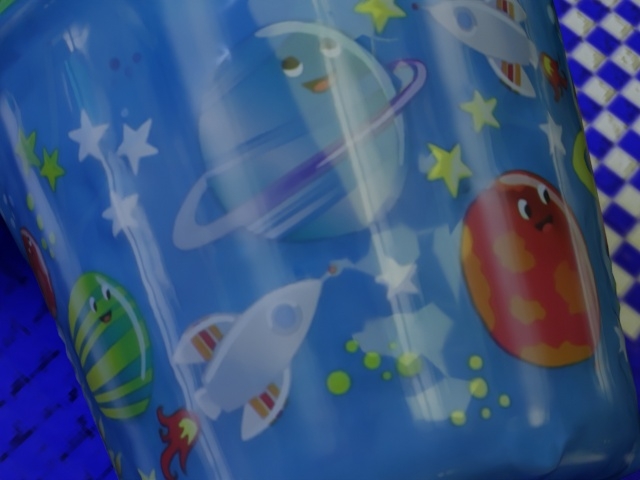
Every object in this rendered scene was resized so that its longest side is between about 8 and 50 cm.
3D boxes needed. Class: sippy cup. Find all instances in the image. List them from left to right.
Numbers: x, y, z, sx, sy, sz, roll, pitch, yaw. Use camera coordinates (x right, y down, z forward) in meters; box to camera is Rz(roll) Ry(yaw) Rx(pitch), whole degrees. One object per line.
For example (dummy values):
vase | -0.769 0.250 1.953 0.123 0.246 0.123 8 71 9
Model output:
sippy cup | 0.000 0.000 0.556 0.240 0.305 0.224 7 61 -51
